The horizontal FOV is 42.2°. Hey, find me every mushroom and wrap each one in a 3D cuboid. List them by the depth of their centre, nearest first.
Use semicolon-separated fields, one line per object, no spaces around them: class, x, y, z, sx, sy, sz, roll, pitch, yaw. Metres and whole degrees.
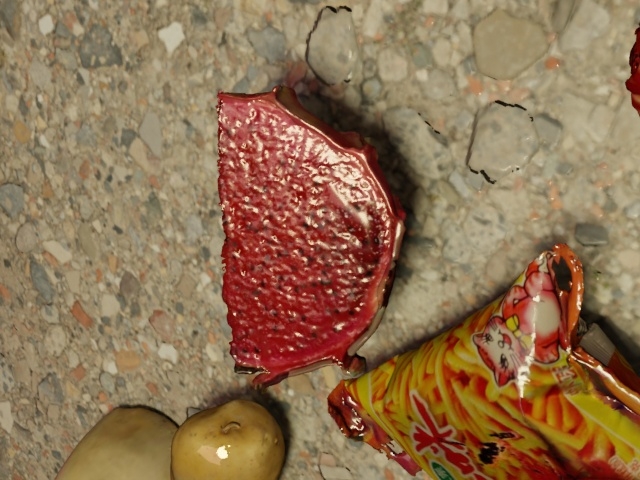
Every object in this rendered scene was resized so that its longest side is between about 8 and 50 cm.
mushroom;-0.237;0.312;0.971;0.236;0.162;0.173;25;122;23

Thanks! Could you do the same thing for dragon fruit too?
dragon fruit;0.009;-0.003;0.711;0.161;0.126;0.274;8;112;23

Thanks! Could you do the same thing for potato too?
potato;-0.101;0.235;0.883;0.178;0.118;0.109;109;151;-45

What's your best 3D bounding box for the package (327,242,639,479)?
package;0.163;0.148;0.670;0.223;0.108;0.288;51;136;2

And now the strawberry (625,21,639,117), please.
strawberry;0.313;-0.106;0.408;0.274;0.220;0.274;33;160;13
